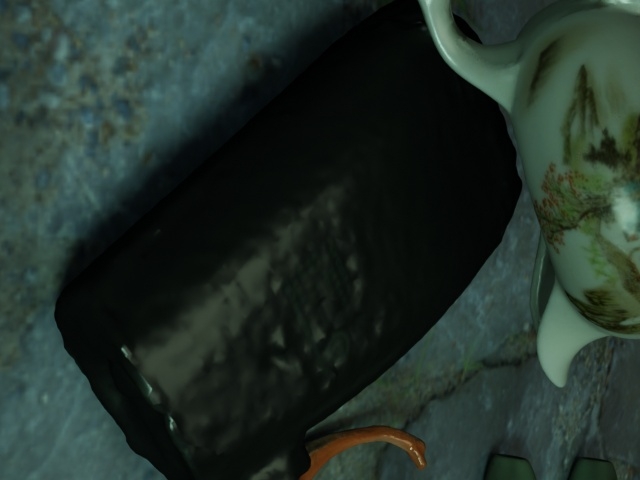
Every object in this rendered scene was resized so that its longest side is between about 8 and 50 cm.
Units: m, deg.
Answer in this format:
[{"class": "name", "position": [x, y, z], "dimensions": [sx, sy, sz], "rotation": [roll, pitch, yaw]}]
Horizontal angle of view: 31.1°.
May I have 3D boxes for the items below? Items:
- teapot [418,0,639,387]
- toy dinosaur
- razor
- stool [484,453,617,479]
[{"class": "teapot", "position": [0.157, -0.050, 0.680], "dimensions": [0.204, 0.139, 0.298], "rotation": [-69, 142, -66]}, {"class": "toy dinosaur", "position": [-0.029, 0.175, 0.719], "dimensions": [0.279, 0.055, 0.101], "rotation": [3, 72, -44]}, {"class": "razor", "position": [0.002, 0.001, 0.686], "dimensions": [0.327, 0.107, 0.189], "rotation": [-44, 125, -32]}, {"class": "stool", "position": [0.237, 0.283, 0.926], "dimensions": [0.195, 0.195, 0.198], "rotation": [16, 81, -46]}]
